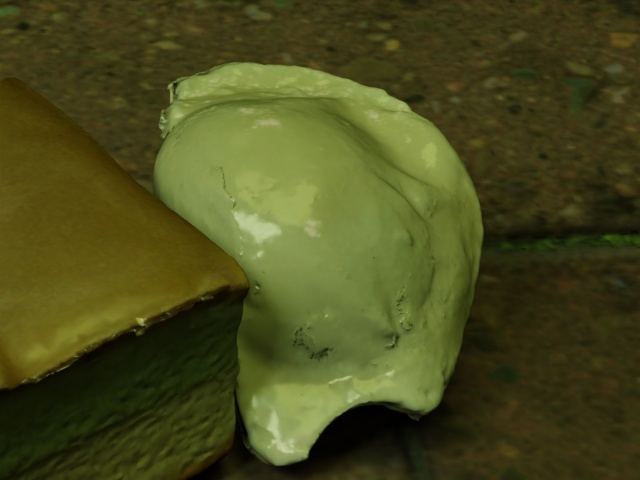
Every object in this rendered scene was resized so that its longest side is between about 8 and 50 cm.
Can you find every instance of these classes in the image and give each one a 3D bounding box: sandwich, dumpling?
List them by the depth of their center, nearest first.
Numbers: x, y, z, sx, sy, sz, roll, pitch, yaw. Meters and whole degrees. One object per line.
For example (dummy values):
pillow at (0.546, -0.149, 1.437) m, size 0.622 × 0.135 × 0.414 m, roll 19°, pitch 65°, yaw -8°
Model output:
sandwich at (-0.165, 0.041, 0.617) m, size 0.220 × 0.108 × 0.186 m, roll -27°, pitch 49°, yaw -34°
dumpling at (0.000, 0.000, 0.702) m, size 0.136 × 0.118 × 0.199 m, roll -3°, pitch 60°, yaw -11°
